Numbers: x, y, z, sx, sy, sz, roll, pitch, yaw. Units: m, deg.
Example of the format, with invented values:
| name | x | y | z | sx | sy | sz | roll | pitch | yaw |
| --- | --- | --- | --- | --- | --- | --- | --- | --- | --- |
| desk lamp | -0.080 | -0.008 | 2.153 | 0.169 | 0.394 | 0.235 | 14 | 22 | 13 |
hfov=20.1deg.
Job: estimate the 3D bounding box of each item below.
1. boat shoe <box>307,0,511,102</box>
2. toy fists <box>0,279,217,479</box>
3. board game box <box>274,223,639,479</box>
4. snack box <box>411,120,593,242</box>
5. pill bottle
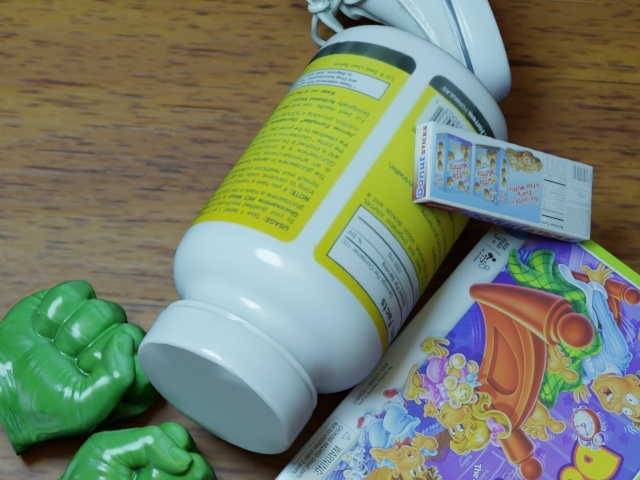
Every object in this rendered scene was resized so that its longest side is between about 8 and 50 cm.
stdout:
| name | x | y | z | sx | sy | sz | roll | pitch | yaw |
| --- | --- | --- | --- | --- | --- | --- | --- | --- | --- |
| boat shoe | 0.027 | -0.247 | 1.615 | 0.156 | 0.136 | 0.367 | -25 | 67 | -10 |
| toy fists | -0.178 | 0.160 | 1.472 | 0.142 | 0.096 | 0.279 | -25 | 69 | -10 |
| board game box | 0.151 | 0.161 | 1.478 | 0.233 | 0.078 | 0.347 | 37 | 73 | 14 |
| snack box | 0.149 | -0.045 | 1.447 | 0.178 | 0.022 | 0.064 | 13 | 77 | -35 |
| pill bottle | 0.000 | 0.000 | 1.465 | 0.188 | 0.188 | 0.334 | 29 | 63 | 11 |
